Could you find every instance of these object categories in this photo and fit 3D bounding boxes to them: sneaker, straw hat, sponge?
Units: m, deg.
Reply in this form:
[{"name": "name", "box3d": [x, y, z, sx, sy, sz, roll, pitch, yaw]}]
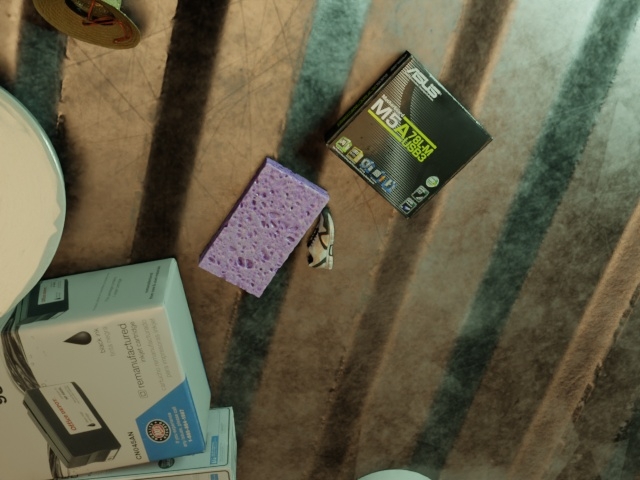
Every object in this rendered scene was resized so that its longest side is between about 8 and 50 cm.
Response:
[{"name": "sneaker", "box3d": [0.000, 0.000, 1.177, 0.043, 0.040, 0.109, 1, 114, -4]}, {"name": "straw hat", "box3d": [-0.305, -0.322, 0.984, 0.144, 0.144, 0.061, 17, 74, -13]}, {"name": "sponge", "box3d": [-0.092, -0.018, 1.165, 0.117, 0.031, 0.210, 30, 109, -18]}]

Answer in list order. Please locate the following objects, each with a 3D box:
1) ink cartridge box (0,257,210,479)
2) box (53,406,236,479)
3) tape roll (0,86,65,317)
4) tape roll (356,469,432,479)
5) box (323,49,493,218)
[{"name": "ink cartridge box", "box3d": [-0.401, 0.217, 1.169, 0.394, 0.166, 0.286, -10, 115, 0]}, {"name": "box", "box3d": [-0.293, 0.384, 1.257, 0.289, 0.169, 0.087, -4, 115, -3]}, {"name": "tape roll", "box3d": [-0.556, -0.056, 1.008, 0.391, 0.072, 0.392, -4, 102, -18]}, {"name": "tape roll", "box3d": [0.145, 0.589, 1.394, 0.246, 0.169, 0.246, -2, 115, -5]}, {"name": "box", "box3d": [0.134, -0.157, 1.115, 0.190, 0.045, 0.184, 41, 107, -21]}]
